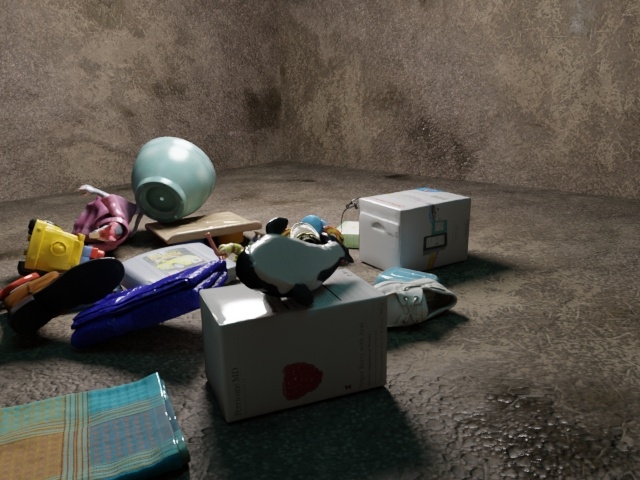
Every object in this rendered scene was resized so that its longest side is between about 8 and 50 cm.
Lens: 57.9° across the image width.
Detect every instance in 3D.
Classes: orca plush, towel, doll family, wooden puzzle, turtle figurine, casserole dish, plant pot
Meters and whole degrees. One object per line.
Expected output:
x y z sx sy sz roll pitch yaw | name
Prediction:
-0.062 0.039 0.994 0.102 0.151 0.287 -28 4 31 | orca plush
-0.369 0.123 1.262 0.308 0.076 0.228 -18 13 10 | towel
-0.176 0.039 1.678 0.076 0.111 0.193 30 -5 -15 | doll family
-0.409 -0.029 2.005 0.322 0.081 0.348 -10 12 -28 | wooden puzzle
-0.169 0.058 1.439 0.269 0.087 0.217 37 -8 -8 | turtle figurine
0.229 0.107 1.514 0.188 0.037 0.114 12 21 38 | casserole dish
-0.398 0.300 0.856 0.370 0.040 0.271 -8 16 -22 | towel
-0.534 -0.187 2.023 0.293 0.293 0.196 1 38 7 | plant pot

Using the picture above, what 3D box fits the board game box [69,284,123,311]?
-0.601 0.126 1.517 0.136 0.035 0.201 -9 17 -27 | board game box

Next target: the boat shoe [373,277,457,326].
0.197 0.140 1.276 0.277 0.098 0.096 -12 18 -38 | boat shoe

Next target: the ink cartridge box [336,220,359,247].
0.170 -0.016 1.939 0.235 0.056 0.171 2 16 19 | ink cartridge box

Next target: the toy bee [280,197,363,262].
0.000 0.000 1.746 0.298 0.162 0.195 -28 -19 35 | toy bee

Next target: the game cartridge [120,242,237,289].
-0.382 0.081 1.554 0.196 0.060 0.294 22 25 35 | game cartridge

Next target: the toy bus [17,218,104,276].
-0.734 0.039 1.648 0.211 0.149 0.220 13 -15 -26 | toy bus

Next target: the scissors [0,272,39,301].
-0.803 0.148 1.381 0.109 0.021 0.297 -34 2 24 | scissors

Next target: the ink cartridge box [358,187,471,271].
0.274 -0.033 1.713 0.270 0.197 0.198 -11 19 -31 | ink cartridge box

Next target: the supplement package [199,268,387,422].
-0.049 0.173 1.024 0.293 0.178 0.175 -8 17 -21 | supplement package

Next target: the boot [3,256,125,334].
-0.604 0.113 1.356 0.264 0.096 0.280 -41 22 -20 | boot

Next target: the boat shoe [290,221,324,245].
-0.025 0.032 1.536 0.109 0.091 0.305 -12 36 -6 | boat shoe

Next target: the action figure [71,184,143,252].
-0.702 -0.030 1.915 0.275 0.248 0.370 21 1 -32 | action figure
